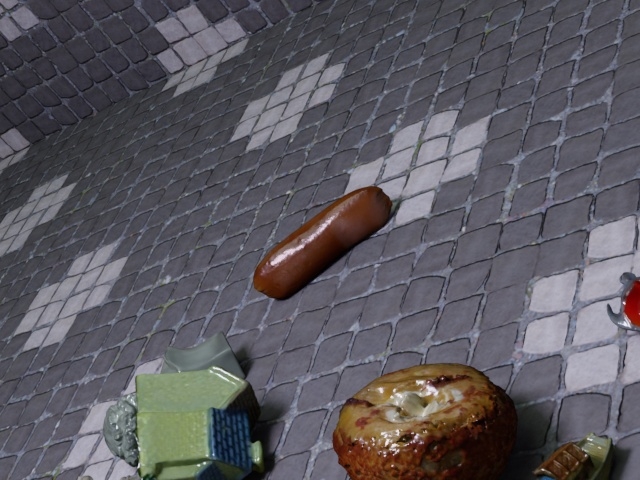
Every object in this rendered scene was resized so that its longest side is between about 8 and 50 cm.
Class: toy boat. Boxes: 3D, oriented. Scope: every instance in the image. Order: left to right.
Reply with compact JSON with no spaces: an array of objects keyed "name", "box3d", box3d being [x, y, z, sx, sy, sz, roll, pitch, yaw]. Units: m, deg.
[{"name":"toy boat","box3d":[0.280,0.286,1.386,0.172,0.066,0.065,-35,24,-23]}]

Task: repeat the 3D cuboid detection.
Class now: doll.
[{"name":"doll","box3d":[0.441,0.093,1.510,0.104,0.062,0.194,-53,33,13]}]

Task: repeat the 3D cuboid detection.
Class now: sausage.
[{"name":"sausage","box3d":[0.000,0.000,2.169,0.300,0.089,0.083,-37,21,5]}]

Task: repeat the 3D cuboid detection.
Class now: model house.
[{"name":"model house","box3d":[-0.184,0.325,1.868,0.189,0.195,0.214,-12,46,1]}]

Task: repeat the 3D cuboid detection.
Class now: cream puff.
[{"name":"cream puff","box3d":[0.135,0.256,1.520,0.240,0.163,0.240,-16,25,8]}]

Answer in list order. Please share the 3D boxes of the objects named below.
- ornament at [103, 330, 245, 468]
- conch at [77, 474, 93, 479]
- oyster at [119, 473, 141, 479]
[{"name":"ornament","box3d":[-0.264,0.269,2.064,0.285,0.120,0.130,-46,26,-14]},{"name":"conch","box3d":[-0.349,0.505,1.790,0.210,0.159,0.291,-20,72,49]},{"name":"oyster","box3d":[-0.307,0.438,1.933,0.146,0.045,0.121,-49,36,29]}]
